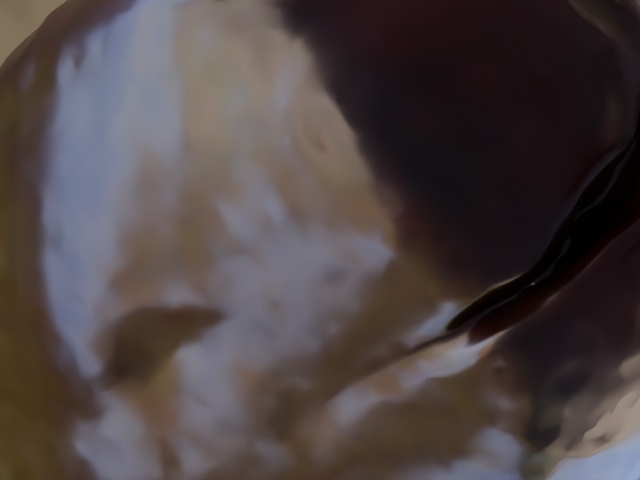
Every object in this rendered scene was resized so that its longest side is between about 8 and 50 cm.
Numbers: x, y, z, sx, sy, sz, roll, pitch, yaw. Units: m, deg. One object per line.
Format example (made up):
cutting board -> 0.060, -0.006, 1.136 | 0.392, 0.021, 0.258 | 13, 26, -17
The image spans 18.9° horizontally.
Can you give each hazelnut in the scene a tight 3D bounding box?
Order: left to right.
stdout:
hazelnut -> 0.000, 0.000, 1.005 | 0.402, 0.429, 0.402 | 28, -146, -21
